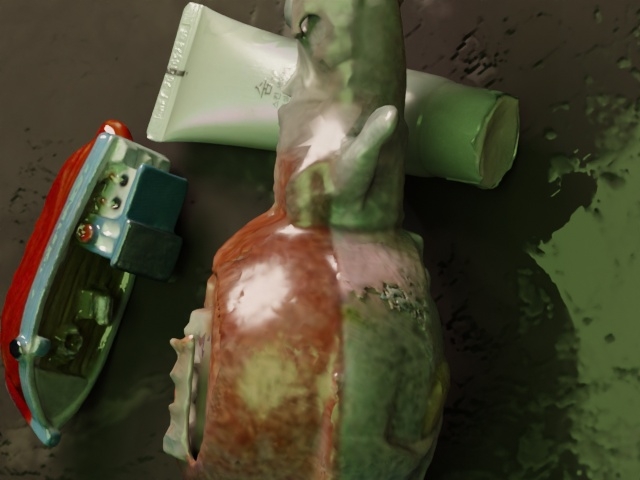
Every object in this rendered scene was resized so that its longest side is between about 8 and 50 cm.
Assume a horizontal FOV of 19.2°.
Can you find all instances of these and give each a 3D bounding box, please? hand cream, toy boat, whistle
[{"bbox_3d":[0.002,-0.069,0.962,0.205,0.050,0.078,15,88,30],"label":"hand cream"},{"bbox_3d":[-0.122,0.024,1.000,0.059,0.069,0.172,23,91,34],"label":"toy boat"},{"bbox_3d":[-0.001,0.000,0.873,0.134,0.142,0.346,5,91,8],"label":"whistle"}]
